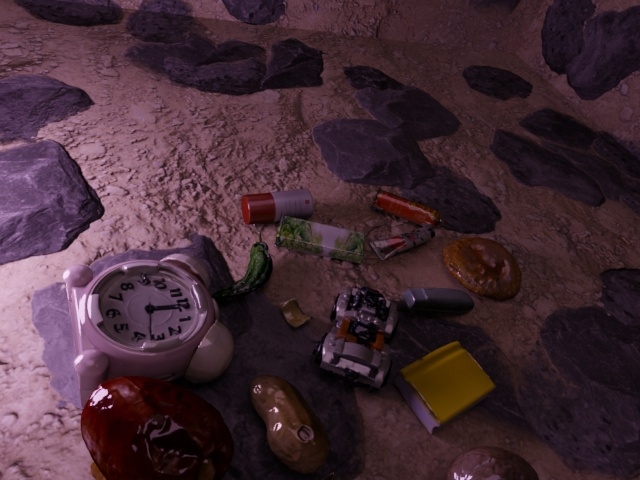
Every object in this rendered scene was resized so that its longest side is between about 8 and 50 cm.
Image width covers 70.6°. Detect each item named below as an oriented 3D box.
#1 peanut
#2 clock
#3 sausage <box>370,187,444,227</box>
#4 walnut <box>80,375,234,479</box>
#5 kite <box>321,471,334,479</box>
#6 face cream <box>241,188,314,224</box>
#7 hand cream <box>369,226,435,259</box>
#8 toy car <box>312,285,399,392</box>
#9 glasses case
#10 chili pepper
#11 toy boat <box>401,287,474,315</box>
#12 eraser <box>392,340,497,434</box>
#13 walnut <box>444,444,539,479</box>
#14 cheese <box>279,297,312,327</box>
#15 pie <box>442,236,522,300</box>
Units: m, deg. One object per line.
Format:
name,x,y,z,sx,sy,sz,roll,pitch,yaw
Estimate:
peanut,-0.075,0.382,0.964,0.120,0.110,0.236,-29,58,-27
clock,-0.383,0.184,1.023,0.325,0.184,0.342,-8,54,-30
sausage,0.313,-0.106,1.596,0.263,0.083,0.083,20,44,1
walnut,-0.311,0.388,0.837,0.268,0.244,0.221,27,6,19
kite,-0.019,0.560,0.869,0.183,0.014,0.241,18,45,1
face cream,-0.136,-0.108,1.440,0.214,0.096,0.096,-8,49,-23
hand cream,0.278,0.003,1.500,0.233,0.050,0.080,-17,57,-23
toy car,0.101,0.234,1.164,0.193,0.118,0.301,19,43,5
glasses case,0.000,0.000,1.400,0.271,0.062,0.096,13,52,-4
chili pepper,-0.195,0.081,1.257,0.122,0.065,0.279,25,48,2
toy boat,0.351,0.182,1.325,0.260,0.085,0.078,6,44,-28
eraser,0.310,0.360,1.134,0.225,0.069,0.158,-18,56,-31
walnut,0.366,0.519,0.931,0.230,0.178,0.178,13,43,-21
cheese,-0.069,0.192,1.203,0.060,0.041,0.084,-29,75,-29
pie,0.529,0.086,1.474,0.273,0.069,0.274,6,48,-6
